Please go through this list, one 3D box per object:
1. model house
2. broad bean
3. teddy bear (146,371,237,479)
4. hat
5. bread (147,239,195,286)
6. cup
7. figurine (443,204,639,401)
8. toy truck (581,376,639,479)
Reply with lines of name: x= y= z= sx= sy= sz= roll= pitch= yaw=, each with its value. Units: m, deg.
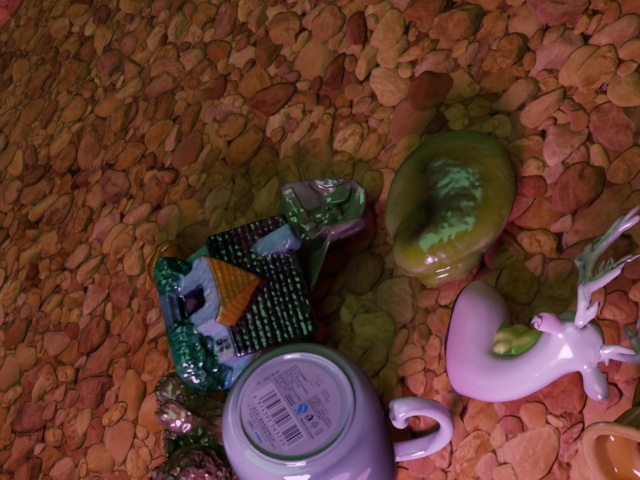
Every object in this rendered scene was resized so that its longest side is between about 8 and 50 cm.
model house: x=-0.129 y=0.109 z=1.558 sx=0.248 sy=0.230 sz=0.281 roll=-33 pitch=61 yaw=27
broad bean: x=0.221 y=-0.062 z=1.478 sx=0.238 sy=0.119 sz=0.291 roll=19 pitch=81 yaw=38
teddy bear: x=-0.240 y=0.385 z=1.494 sx=0.296 sy=0.222 sz=0.247 roll=9 pitch=116 yaw=41
hat: x=0.000 y=0.000 z=1.637 sx=0.214 sy=0.149 sz=0.245 roll=47 pitch=137 yaw=48
bread: x=-0.283 y=0.095 z=1.772 sx=0.102 sy=0.094 sz=0.245 roll=-52 pitch=51 yaw=11
cup: x=0.032 y=0.307 z=1.319 sx=0.356 sy=0.275 sz=0.260 roll=-10 pitch=55 yaw=4
figurine: x=0.361 y=0.108 z=1.241 sx=0.284 sy=0.206 sz=0.315 roll=-40 pitch=20 yaw=-31
toy truck: x=0.505 y=0.255 z=1.061 sx=0.288 sy=0.204 sz=0.211 roll=20 pitch=56 yaw=41
